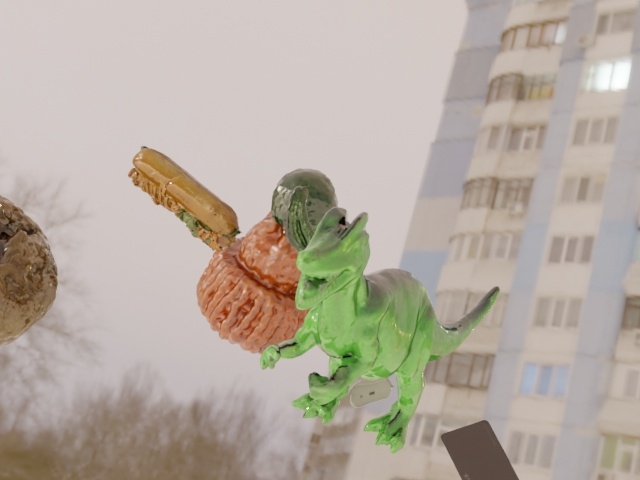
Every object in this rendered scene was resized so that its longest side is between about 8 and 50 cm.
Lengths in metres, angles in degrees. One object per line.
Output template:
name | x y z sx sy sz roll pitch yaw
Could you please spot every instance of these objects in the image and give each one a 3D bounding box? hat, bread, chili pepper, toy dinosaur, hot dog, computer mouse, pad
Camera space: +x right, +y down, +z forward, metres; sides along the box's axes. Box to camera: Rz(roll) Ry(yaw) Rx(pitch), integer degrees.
hat | -0.092 0.017 2.157 0.285 0.400 0.285 16 20 -6
bread | -0.445 0.033 1.316 0.230 0.230 0.123 13 -46 8
chili pepper | -0.006 0.002 1.704 0.073 0.050 0.182 -36 -88 19
toy dinosaur | 0.102 0.046 1.282 0.144 0.500 0.374 23 -50 26
hot dog | -0.176 -0.054 1.328 0.188 0.055 0.072 37 -17 18
computer mouse | 0.103 0.313 2.190 0.110 0.056 0.032 -10 22 -26
pad | 0.307 0.422 1.987 0.112 0.157 0.003 -14 -30 -23
